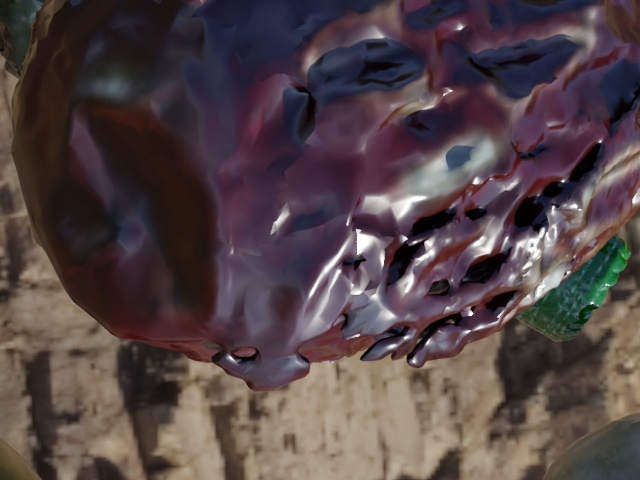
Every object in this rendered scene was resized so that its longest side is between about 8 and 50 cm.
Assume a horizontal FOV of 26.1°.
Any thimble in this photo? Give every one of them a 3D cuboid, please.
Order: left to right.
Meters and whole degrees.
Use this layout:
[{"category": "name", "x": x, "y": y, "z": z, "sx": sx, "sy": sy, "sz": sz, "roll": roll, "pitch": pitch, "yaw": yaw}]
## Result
[{"category": "thimble", "x": 0.231, "y": 0.033, "z": 1.320, "sx": 0.118, "sy": 0.090, "sz": 0.130, "roll": -57, "pitch": 173, "yaw": -13}]

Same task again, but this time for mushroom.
[{"category": "mushroom", "x": 0.319, "y": 0.253, "z": 1.324, "sx": 0.226, "sy": 0.226, "sz": 0.178, "roll": 52, "pitch": 26, "yaw": -39}]

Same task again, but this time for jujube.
[{"category": "jujube", "x": 0.033, "y": -0.073, "z": 0.663, "sx": 0.376, "sy": 0.258, "sz": 0.258, "roll": -23, "pitch": 103, "yaw": -57}]

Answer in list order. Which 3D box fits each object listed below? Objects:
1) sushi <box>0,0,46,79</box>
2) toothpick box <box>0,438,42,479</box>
[{"category": "sushi", "x": -0.102, "y": -0.146, "z": 0.932, "sx": 0.296, "sy": 0.373, "sz": 0.100, "roll": 54, "pitch": 41, "yaw": -42}, {"category": "toothpick box", "x": -0.528, "y": 0.448, "z": 1.827, "sx": 0.409, "sy": 0.409, "sz": 0.425, "roll": 28, "pitch": 25, "yaw": -52}]
